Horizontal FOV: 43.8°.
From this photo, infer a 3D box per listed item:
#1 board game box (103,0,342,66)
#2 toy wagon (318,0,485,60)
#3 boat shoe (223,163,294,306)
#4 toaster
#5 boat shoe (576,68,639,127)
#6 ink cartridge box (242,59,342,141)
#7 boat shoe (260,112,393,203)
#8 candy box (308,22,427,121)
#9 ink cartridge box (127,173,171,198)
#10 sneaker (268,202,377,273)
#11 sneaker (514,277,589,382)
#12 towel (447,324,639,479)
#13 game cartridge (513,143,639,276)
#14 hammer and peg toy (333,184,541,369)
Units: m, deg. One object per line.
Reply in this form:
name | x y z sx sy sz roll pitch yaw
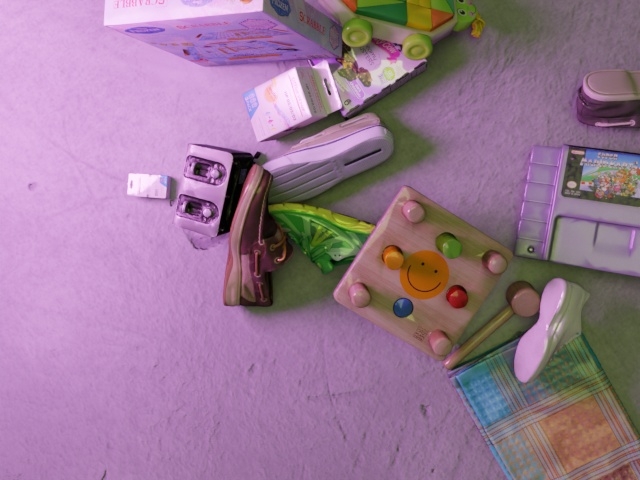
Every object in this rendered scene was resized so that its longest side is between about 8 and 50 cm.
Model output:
board game box | -0.165 -0.390 1.452 0.318 0.318 0.066 2 89 24
toy wagon | 0.163 -0.467 1.514 0.344 0.068 0.267 9 60 -14
boat shoe | -0.109 0.005 1.522 0.123 0.123 0.342 12 129 -2
toaster | -0.206 -0.104 1.574 0.110 0.185 0.168 15 99 9
boat shoe | 0.656 -0.268 1.521 0.335 0.096 0.112 2 54 3
ink cartridge box | -0.057 -0.274 1.567 0.181 0.061 0.104 -20 89 35
boat shoe | -0.001 -0.162 1.590 0.302 0.109 0.094 -19 45 5
candy box | 0.087 -0.362 1.585 0.196 0.070 0.165 -33 85 5
ink cartridge box | -0.356 -0.113 1.656 0.083 0.028 0.048 5 90 6
sneaker | 0.000 0.000 1.575 0.295 0.109 0.124 16 88 6
sneaker | 0.445 0.180 1.505 0.094 0.080 0.212 17 103 -24
towel | 0.455 0.357 1.556 0.271 0.040 0.370 -30 87 6
game cartridge | 0.560 -0.053 1.500 0.354 0.068 0.230 10 96 19
hammer and peg toy | 0.234 0.097 1.498 0.361 0.127 0.266 32 97 -10
